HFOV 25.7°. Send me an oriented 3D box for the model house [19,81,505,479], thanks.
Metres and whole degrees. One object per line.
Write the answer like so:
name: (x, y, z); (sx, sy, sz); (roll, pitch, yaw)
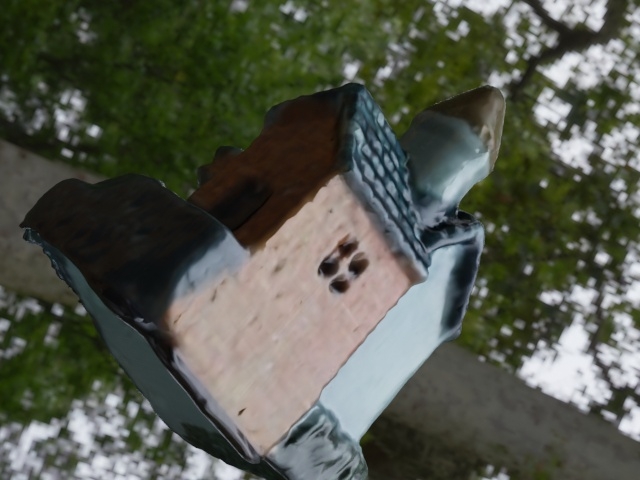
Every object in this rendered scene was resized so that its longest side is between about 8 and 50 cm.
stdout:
model house: (0.000, 0.000, 0.885); (0.291, 0.253, 0.184); (-42, -140, -11)
